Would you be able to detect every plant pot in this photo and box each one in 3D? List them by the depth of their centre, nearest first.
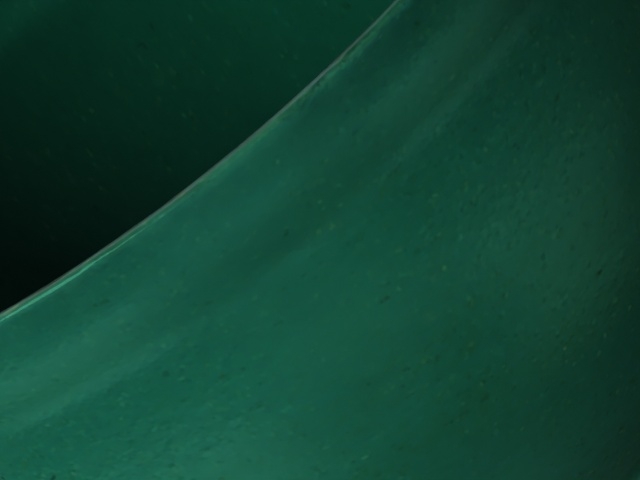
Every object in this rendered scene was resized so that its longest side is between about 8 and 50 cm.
[{"bbox_3d":[0.000,0.000,0.553,0.293,0.293,0.196,-15,125,41],"label":"plant pot"}]

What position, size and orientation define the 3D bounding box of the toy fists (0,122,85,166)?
[{"bbox_3d":[-0.171,0.013,0.771,0.142,0.096,0.279,50,126,32],"label":"toy fists"}]
